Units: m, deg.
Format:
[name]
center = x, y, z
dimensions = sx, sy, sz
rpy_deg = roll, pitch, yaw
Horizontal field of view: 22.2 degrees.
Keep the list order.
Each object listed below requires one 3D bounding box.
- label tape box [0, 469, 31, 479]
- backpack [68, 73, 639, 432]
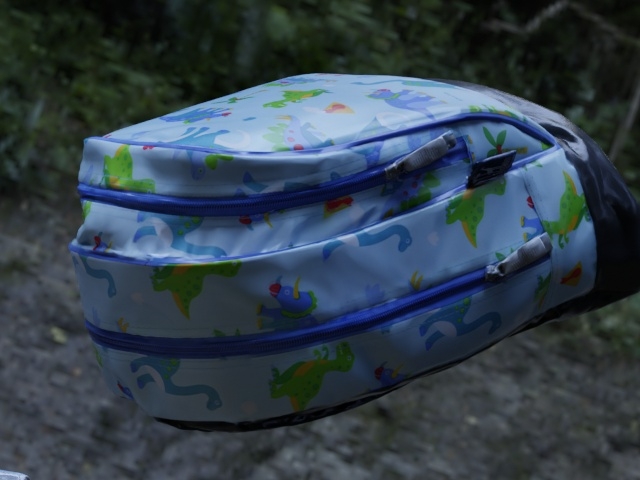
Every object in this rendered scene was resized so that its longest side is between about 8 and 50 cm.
[label tape box]
center = -0.362, 0.309, 1.154
dimensions = 0.241, 0.333, 0.106
rpy_deg = 7, -40, 20
[backpack]
center = 0.000, 0.000, 1.109
dimensions = 0.290, 0.355, 0.273
rpy_deg = 19, -45, 49
